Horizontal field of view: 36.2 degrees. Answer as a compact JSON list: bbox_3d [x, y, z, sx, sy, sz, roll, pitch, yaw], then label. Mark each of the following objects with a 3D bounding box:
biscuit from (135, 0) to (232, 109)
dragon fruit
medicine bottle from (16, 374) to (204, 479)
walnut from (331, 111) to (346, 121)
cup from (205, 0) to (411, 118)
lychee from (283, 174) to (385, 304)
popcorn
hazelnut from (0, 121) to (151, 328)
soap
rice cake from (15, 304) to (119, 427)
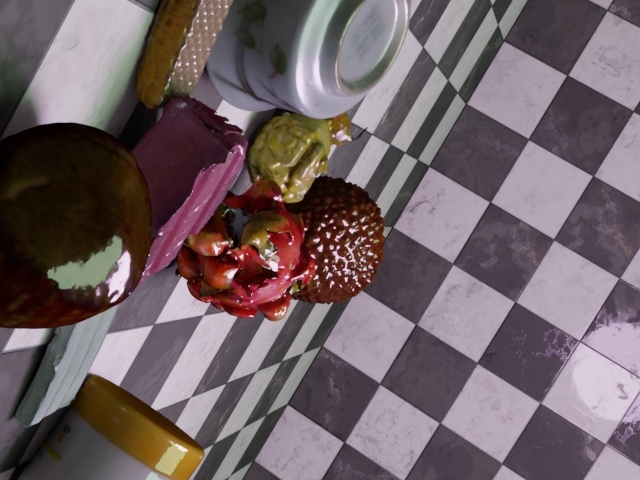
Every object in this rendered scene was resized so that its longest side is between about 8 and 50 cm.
[{"bbox_3d":[-0.130,-0.334,1.191,0.379,0.054,0.094,-63,167,21],"label":"biscuit"},{"bbox_3d":[-0.134,0.023,1.647,0.307,0.227,0.243,-29,144,-60],"label":"dragon fruit"},{"bbox_3d":[-0.353,0.381,1.635,0.232,0.238,0.238,-54,167,-9],"label":"medicine bottle"},{"bbox_3d":[0.009,-0.287,1.636,0.116,0.115,0.207,-47,137,-39],"label":"walnut"},{"bbox_3d":[0.012,-0.310,1.376,0.347,0.163,0.347,-39,148,-31],"label":"cup"},{"bbox_3d":[0.000,0.000,1.990,0.276,0.275,0.304,-49,172,-35],"label":"lychee"},{"bbox_3d":[-0.036,-0.163,1.737,0.195,0.173,0.168,-55,155,-35],"label":"popcorn"},{"bbox_3d":[-0.285,-0.007,1.044,0.234,0.218,0.218,-50,165,-33],"label":"hazelnut"},{"bbox_3d":[-0.200,-0.069,1.303,0.289,0.112,0.182,-51,179,44],"label":"soap"},{"bbox_3d":[-0.377,0.170,1.480,0.237,0.043,0.127,-63,165,19],"label":"rice cake"}]
